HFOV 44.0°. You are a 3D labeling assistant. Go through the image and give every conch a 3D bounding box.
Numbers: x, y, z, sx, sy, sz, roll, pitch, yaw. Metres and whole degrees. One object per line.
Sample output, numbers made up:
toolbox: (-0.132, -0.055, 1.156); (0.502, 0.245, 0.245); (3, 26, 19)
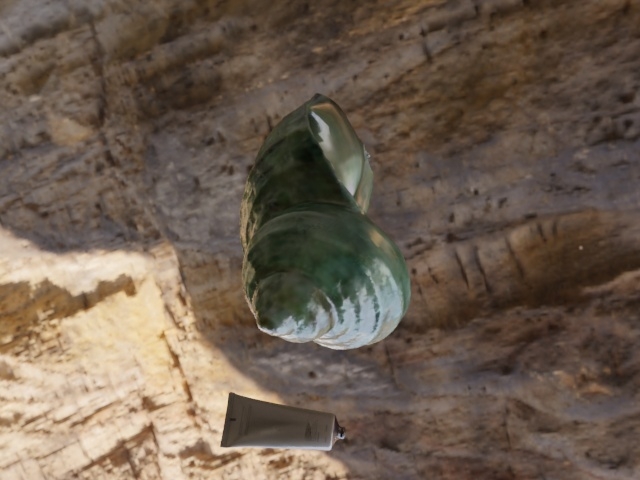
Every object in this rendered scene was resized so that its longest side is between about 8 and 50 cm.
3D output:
conch: (-0.003, -0.001, 0.604); (0.122, 0.175, 0.188); (-9, -144, -5)

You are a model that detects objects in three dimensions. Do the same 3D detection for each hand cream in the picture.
hand cream: (-0.055, 0.284, 1.210); (0.186, 0.054, 0.087); (7, -119, 1)
